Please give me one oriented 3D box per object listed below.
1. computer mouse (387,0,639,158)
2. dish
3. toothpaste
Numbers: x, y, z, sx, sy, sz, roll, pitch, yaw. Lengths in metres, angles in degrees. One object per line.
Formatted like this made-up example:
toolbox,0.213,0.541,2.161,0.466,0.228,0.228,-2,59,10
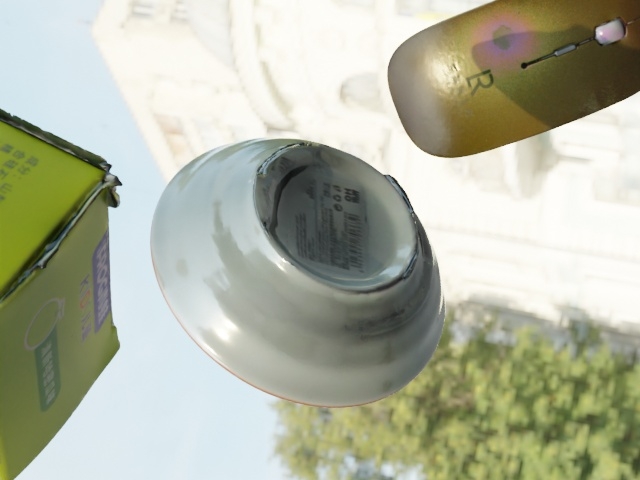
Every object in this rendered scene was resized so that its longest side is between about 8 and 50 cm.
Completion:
computer mouse,0.230,-0.200,1.534,0.072,0.310,0.158,-73,-37,-77
dish,0.000,0.000,1.090,0.085,0.260,0.260,-56,7,47
toothpaste,-0.227,-0.035,0.492,0.077,0.327,0.110,-55,-14,-36
